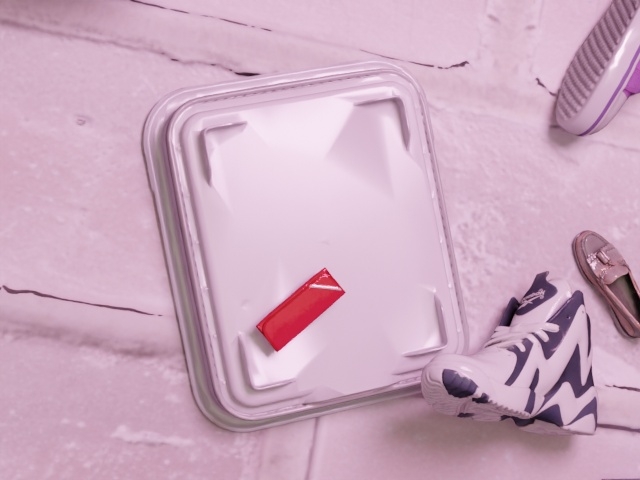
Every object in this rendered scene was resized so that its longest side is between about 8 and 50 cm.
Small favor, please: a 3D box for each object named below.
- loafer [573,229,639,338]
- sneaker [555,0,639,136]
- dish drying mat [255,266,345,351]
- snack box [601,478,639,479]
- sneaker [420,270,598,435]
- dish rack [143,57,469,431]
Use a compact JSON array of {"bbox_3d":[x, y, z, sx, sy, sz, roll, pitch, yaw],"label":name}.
[{"bbox_3d":[0.303,0.043,1.268,0.045,0.039,0.125,-32,96,-13],"label":"loafer"},{"bbox_3d":[0.364,-0.194,1.267,0.161,0.102,0.282,37,79,-13],"label":"sneaker"},{"bbox_3d":[-0.017,0.062,1.129,0.083,0.008,0.032,-40,99,-13],"label":"dish drying mat"},{"bbox_3d":[0.355,0.293,1.271,0.141,0.037,0.100,3,86,-14],"label":"snack box"},{"bbox_3d":[0.185,0.095,1.186,0.235,0.094,0.153,17,71,-36],"label":"sneaker"},{"bbox_3d":[0.000,0.000,1.177,0.285,0.072,0.333,-11,91,-16],"label":"dish rack"}]
